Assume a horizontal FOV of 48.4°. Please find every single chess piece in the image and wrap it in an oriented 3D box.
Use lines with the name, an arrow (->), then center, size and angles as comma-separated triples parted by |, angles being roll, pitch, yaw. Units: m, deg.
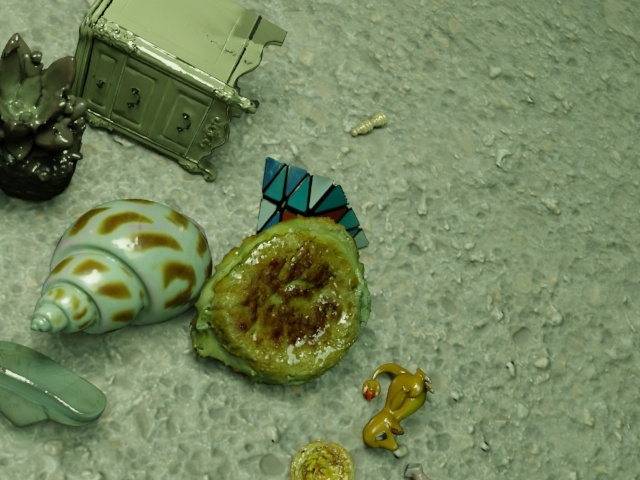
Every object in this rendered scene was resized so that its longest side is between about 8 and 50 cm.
chess piece -> 0.107, -0.261, 1.617 | 0.092, 0.035, 0.035 | -31, 83, -24

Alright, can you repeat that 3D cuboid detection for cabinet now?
cabinet -> -0.275, -0.317, 1.345 | 0.317, 0.290, 0.228 | 26, 58, -13

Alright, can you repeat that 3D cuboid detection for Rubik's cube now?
Rubik's cube -> 0.000, 0.000, 1.451 | 0.234, 0.284, 0.250 | 23, 87, -35

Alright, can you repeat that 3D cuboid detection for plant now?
plant -> -0.485, -0.198, 1.197 | 0.181, 0.320, 0.194 | 12, 68, -18

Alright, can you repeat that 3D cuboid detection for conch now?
conch -> -0.334, 0.057, 1.231 | 0.368, 0.197, 0.249 | -39, 104, -26

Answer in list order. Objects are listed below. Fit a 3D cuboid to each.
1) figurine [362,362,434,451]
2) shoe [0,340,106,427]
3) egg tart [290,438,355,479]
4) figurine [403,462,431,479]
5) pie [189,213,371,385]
figurine -> 0.130, 0.316, 1.376 | 0.122, 0.121, 0.176 | 28, 69, 23
shoe -> -0.475, 0.248, 1.163 | 0.251, 0.103, 0.100 | 24, 106, 3
egg tart -> -0.001, 0.427, 1.295 | 0.128, 0.049, 0.129 | 6, 74, -21
figurine -> 0.265, 0.544, 1.316 | 0.287, 0.176, 0.186 | 22, 105, 5
pie -> -0.062, 0.114, 1.297 | 0.354, 0.103, 0.288 | -44, 115, -8
